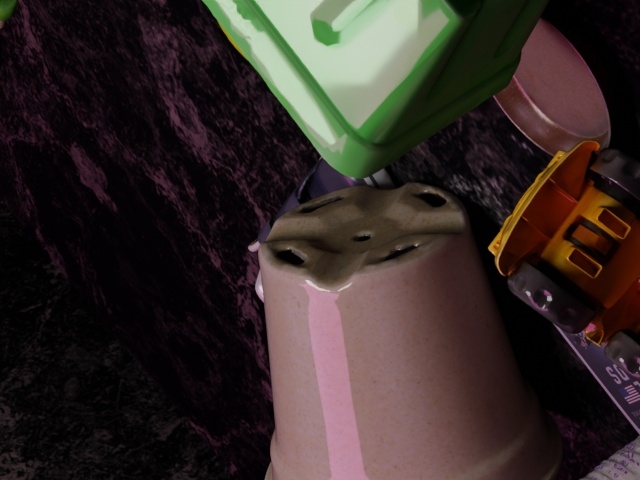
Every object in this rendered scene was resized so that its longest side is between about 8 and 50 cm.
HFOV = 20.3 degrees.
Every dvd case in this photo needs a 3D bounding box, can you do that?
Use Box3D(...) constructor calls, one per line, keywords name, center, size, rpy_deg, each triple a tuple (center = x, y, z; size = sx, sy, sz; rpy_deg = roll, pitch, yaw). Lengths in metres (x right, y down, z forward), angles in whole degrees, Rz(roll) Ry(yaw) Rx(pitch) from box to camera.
Box3D(name="dvd case", center=(0.287, 0.083, 1.740), size=(0.239, 0.029, 0.179), rpy_deg=(53, 160, 3))

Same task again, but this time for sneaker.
Box3D(name="sneaker", center=(0.000, 0.000, 2.089), size=(0.126, 0.127, 0.321), rpy_deg=(50, 158, 13))

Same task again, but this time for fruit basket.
Box3D(name="fruit basket", center=(-0.013, -0.230, 1.480), size=(0.392, 0.283, 0.392), rpy_deg=(23, 129, 32))

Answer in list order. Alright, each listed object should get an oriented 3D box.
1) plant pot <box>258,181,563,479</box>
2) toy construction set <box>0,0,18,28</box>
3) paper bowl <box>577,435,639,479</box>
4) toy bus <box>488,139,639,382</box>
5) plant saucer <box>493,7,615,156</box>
Box3D(name="plant pot", center=(0.071, 0.118, 1.907), size=(0.334, 0.334, 0.305), rpy_deg=(25, 135, 52))
Box3D(name="toy construction set", center=(-0.279, -0.381, 1.867), size=(0.257, 0.309, 0.237), rpy_deg=(43, 154, 4))
Box3D(name="paper bowl", center=(0.374, 0.309, 1.694), size=(0.284, 0.148, 0.284), rpy_deg=(55, 174, 8))
Box3D(name="toy bus", center=(0.256, 0.023, 1.557), size=(0.220, 0.149, 0.211), rpy_deg=(36, 180, -5))
Box3D(name="plant saucer", center=(0.200, -0.143, 1.567), size=(0.168, 0.029, 0.168), rpy_deg=(43, 156, 24))
